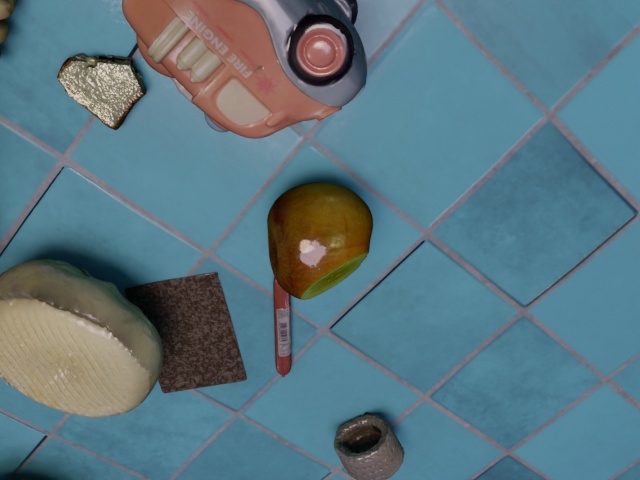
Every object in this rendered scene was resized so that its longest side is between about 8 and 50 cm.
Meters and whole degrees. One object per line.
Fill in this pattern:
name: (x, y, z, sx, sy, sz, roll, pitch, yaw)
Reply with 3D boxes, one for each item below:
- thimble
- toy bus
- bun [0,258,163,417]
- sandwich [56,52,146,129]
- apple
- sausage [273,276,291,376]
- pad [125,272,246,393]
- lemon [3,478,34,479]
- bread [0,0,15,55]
thimble: (0.092, 0.392, 1.080, 0.115, 0.102, 0.090, -8, 124, 34)
toy bus: (-0.091, -0.245, 0.675, 0.232, 0.194, 0.287, -35, 116, 23)
bun: (-0.373, 0.146, 0.890, 0.287, 0.146, 0.287, 6, 125, 8)
sandwich: (-0.288, -0.210, 0.761, 0.104, 0.036, 0.093, 35, 112, -19)
apple: (0.001, -0.002, 0.824, 0.147, 0.146, 0.163, -7, 82, -13)
sausage: (-0.064, 0.145, 0.974, 0.029, 0.029, 0.223, -1, 118, -4)
pad: (-0.227, 0.165, 0.988, 0.158, 0.003, 0.235, -9, 119, 1)
lemon: (-0.575, 0.580, 1.041, 0.292, 0.293, 0.293, -2, 119, -3)
bread: (-0.426, -0.288, 0.681, 0.119, 0.084, 0.177, 28, 113, -16)
